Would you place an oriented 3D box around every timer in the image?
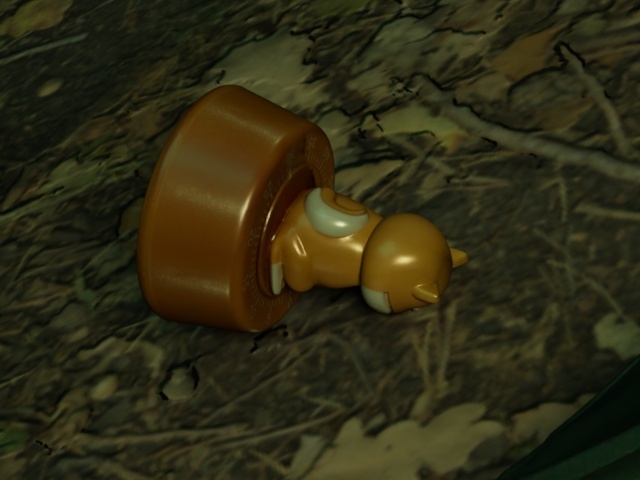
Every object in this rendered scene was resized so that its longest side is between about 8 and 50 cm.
[{"bbox_3d":[0.000,0.000,1.018,0.152,0.132,0.132,18,54,20],"label":"timer"}]

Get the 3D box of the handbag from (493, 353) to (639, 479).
[{"bbox_3d":[0.214,0.009,0.672,0.238,0.089,0.326,-43,-1,-36],"label":"handbag"}]
